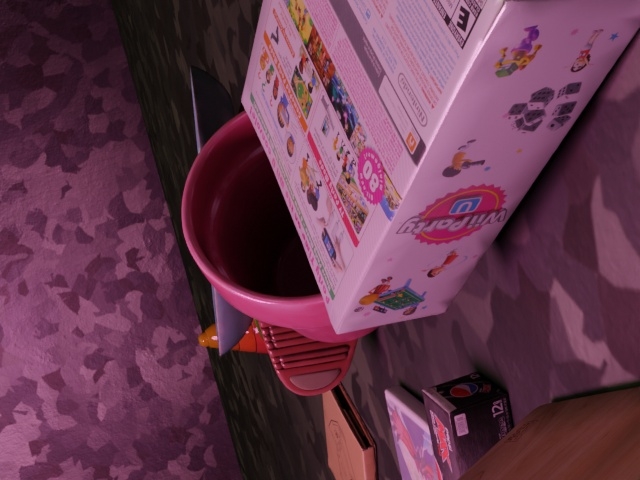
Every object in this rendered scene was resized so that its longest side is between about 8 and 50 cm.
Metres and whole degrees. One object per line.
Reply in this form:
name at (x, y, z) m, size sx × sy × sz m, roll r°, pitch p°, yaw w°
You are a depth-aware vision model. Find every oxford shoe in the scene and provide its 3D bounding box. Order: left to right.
oxford shoe at (-0.027, -0.005, 1.061) m, size 0.130 × 0.122 × 0.348 m, roll -179°, pitch 84°, yaw -77°

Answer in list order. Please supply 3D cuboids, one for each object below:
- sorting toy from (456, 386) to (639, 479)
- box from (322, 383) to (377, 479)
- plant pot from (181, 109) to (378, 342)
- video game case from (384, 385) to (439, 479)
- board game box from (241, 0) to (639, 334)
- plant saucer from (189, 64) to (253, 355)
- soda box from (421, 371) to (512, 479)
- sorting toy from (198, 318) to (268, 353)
sorting toy at (0.107, 0.197, 0.518) m, size 0.089 × 0.257 × 0.255 m, roll 51°, pitch 164°, yaw 5°
box at (0.040, 0.297, 1.306) m, size 0.164 × 0.021 × 0.201 m, roll -124°, pitch 22°, yaw -50°
plant pot at (0.000, 0.000, 0.829) m, size 0.180 × 0.201 × 0.201 m, roll 68°, pitch 178°, yaw -61°
video game case at (0.120, 0.257, 0.936) m, size 0.201 × 0.023 × 0.184 m, roll -154°, pitch 51°, yaw -74°
board game box at (0.047, -0.114, 0.597) m, size 0.303 × 0.097 × 0.224 m, roll 113°, pitch 141°, yaw -53°
plant saucer at (-0.108, -0.034, 1.040) m, size 0.317 × 0.043 × 0.318 m, roll 174°, pitch 90°, yaw -83°
soda box at (0.132, 0.200, 0.786) m, size 0.060 × 0.053 × 0.169 m, roll -148°, pitch 45°, yaw -69°
sorting toy at (-0.141, 0.138, 1.615) m, size 0.365 × 0.126 × 0.127 m, roll 126°, pitch 127°, yaw -73°
